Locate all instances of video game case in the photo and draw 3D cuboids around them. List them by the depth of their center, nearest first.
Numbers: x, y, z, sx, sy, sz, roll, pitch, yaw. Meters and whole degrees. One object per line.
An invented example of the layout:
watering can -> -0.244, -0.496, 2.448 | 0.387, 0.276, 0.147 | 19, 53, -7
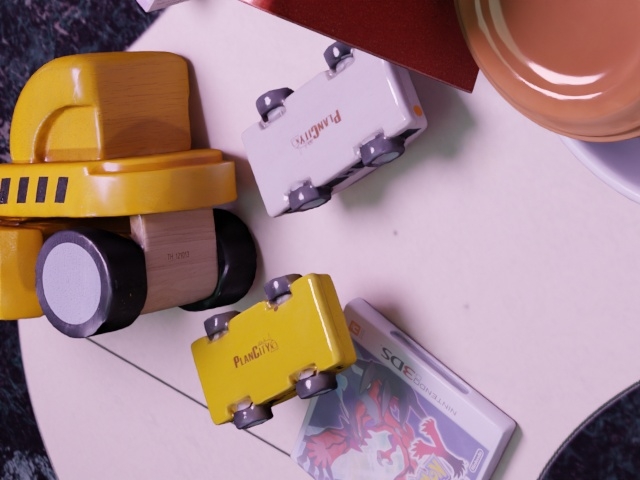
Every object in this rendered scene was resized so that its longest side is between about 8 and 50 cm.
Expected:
video game case -> 0.066, 0.178, 1.313 | 0.183, 0.023, 0.201 | 39, 131, 25

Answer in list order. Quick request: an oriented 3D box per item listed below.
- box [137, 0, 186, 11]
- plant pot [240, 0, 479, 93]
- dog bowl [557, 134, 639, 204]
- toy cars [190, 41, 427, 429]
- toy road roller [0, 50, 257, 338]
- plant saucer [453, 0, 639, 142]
box -> -0.215, -0.339, 1.312 | 0.324, 0.067, 0.063 | 51, 134, 15
plant pot -> -0.014, -0.274, 1.004 | 0.267, 0.267, 0.235 | 28, 100, 32
dog bowl -> 0.254, -0.150, 0.923 | 0.265, 0.104, 0.265 | 20, 122, 36
toy cars -> 0.000, 0.000, 1.239 | 0.176, 0.087, 0.393 | 36, 121, 39
toy road roller -> -0.224, -0.049, 1.368 | 0.329, 0.202, 0.240 | 2, 97, 38
plant saucer -> 0.157, -0.154, 0.911 | 0.200, 0.037, 0.200 | 20, 121, 37
